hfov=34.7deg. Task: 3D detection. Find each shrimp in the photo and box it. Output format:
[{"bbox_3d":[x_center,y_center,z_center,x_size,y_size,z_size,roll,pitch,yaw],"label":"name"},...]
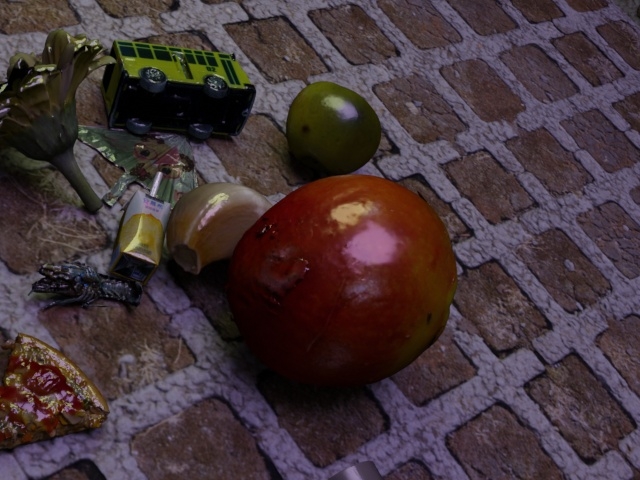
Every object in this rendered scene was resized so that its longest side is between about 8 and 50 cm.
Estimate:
[{"bbox_3d":[-0.367,0.076,1.598,0.174,0.076,0.082,12,87,-28],"label":"shrimp"}]

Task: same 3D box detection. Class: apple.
[{"bbox_3d":[0.022,-0.215,1.999,0.196,0.196,0.157,29,80,-6],"label":"apple"}]

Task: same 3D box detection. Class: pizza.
[{"bbox_3d":[-0.405,0.226,1.425,0.188,0.062,0.199,37,43,6],"label":"pizza"}]

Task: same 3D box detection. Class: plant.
[{"bbox_3d":[-0.465,-0.181,1.623,0.261,0.305,0.297,-11,84,-70],"label":"plant"}]

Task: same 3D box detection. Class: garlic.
[{"bbox_3d":[-0.152,-0.016,1.726,0.245,0.145,0.164,6,71,-44],"label":"garlic"}]

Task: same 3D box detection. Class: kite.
[{"bbox_3d":[-0.308,-0.132,1.847,0.323,0.013,0.268,38,42,5],"label":"kite"}]

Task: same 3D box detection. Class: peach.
[{"bbox_3d":[0.032,0.059,1.641,0.370,0.370,0.370,17,45,-18],"label":"peach"}]

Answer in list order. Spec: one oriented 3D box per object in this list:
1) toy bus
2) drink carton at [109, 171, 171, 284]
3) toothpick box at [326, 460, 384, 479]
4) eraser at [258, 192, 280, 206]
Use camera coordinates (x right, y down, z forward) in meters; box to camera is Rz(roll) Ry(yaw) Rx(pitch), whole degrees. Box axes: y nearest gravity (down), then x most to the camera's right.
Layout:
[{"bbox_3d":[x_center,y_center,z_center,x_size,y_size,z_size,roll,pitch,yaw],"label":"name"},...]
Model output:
[{"bbox_3d":[-0.268,-0.286,1.922,0.262,0.128,0.150,2,45,-29],"label":"toy bus"},{"bbox_3d":[-0.296,-0.026,1.711,0.084,0.074,0.200,22,43,-17],"label":"drink carton"},{"bbox_3d":[0.077,0.429,1.504,0.111,0.111,0.181,-10,57,-38],"label":"toothpick box"},{"bbox_3d":[-0.107,-0.023,1.864,0.103,0.023,0.150,25,43,-11],"label":"eraser"}]
